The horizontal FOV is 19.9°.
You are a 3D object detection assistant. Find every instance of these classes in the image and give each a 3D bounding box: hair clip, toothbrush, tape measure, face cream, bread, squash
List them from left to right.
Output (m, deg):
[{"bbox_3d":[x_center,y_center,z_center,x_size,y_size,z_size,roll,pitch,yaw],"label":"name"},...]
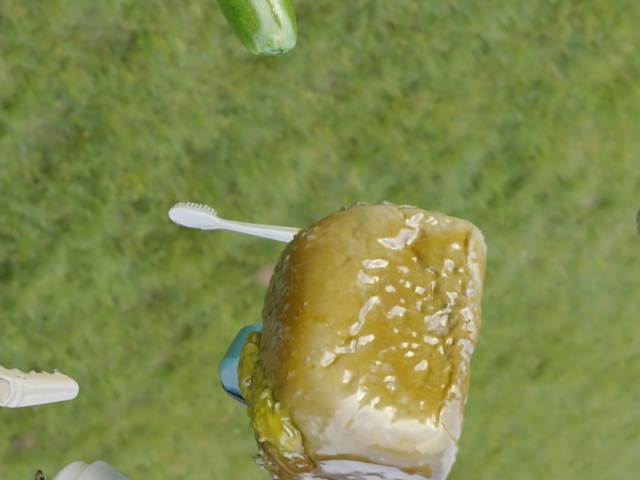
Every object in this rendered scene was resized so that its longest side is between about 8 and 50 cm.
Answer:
[{"bbox_3d":[-0.314,0.123,1.609,0.226,0.072,0.034,14,108,-26],"label":"hair clip"},{"bbox_3d":[-0.190,0.242,1.583,0.091,0.095,0.091,-57,162,-30],"label":"face cream"},{"bbox_3d":[-0.091,-0.323,1.882,0.082,0.292,0.082,-14,173,-2],"label":"squash"},{"bbox_3d":[-0.043,0.148,1.994,0.081,0.146,0.125,-61,156,-27],"label":"tape measure"},{"bbox_3d":[0.000,0.000,1.703,0.288,0.024,0.021,12,116,3],"label":"toothbrush"},{"bbox_3d":[0.028,0.087,1.439,0.176,0.246,0.195,16,147,-3],"label":"bread"}]

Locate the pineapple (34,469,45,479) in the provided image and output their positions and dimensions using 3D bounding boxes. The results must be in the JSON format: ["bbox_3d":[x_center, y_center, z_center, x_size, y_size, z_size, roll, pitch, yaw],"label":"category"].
[{"bbox_3d":[-0.226,0.393,1.652,0.161,0.334,0.158,-33,-176,-2],"label":"pineapple"}]

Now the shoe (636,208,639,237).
[{"bbox_3d":[0.383,0.047,1.661,0.132,0.210,0.342,-14,175,0],"label":"shoe"}]
